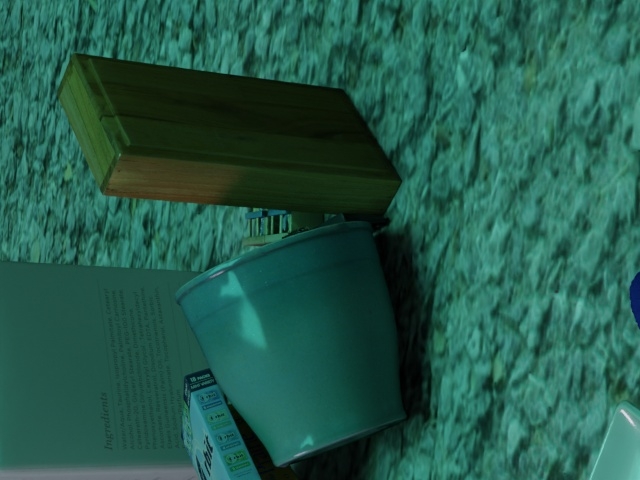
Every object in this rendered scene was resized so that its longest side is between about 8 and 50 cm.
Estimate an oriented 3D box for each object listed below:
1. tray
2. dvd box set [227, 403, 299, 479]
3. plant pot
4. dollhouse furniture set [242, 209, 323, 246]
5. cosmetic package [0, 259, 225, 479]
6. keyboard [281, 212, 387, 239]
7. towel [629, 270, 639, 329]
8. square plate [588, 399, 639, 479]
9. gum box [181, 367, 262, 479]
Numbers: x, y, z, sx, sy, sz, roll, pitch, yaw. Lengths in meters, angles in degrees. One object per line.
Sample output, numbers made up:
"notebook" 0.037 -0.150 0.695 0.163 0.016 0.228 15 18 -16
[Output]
"tray" -0.113 -0.134 2.029 0.076 0.411 0.203 -60 41 32
"dvd box set" -0.035 0.456 2.075 0.420 0.062 0.307 -127 29 -45
"plant pot" -0.018 0.144 2.014 0.271 0.271 0.255 -32 74 50
"dollhouse furniture set" -0.103 -0.062 2.211 0.129 0.183 0.129 -7 81 56
"cosmetic package" -0.396 0.239 2.431 0.329 0.393 0.327 -32 61 49
"keyboard" 0.000 0.000 2.118 0.180 0.108 0.023 -30 63 51
"towel" 0.434 0.035 1.509 0.308 0.076 0.228 -55 38 39
"square plate" 0.365 0.393 1.588 0.344 0.049 0.347 40 119 50
"gum box" -0.130 0.285 2.047 0.157 0.041 0.184 98 149 -52
